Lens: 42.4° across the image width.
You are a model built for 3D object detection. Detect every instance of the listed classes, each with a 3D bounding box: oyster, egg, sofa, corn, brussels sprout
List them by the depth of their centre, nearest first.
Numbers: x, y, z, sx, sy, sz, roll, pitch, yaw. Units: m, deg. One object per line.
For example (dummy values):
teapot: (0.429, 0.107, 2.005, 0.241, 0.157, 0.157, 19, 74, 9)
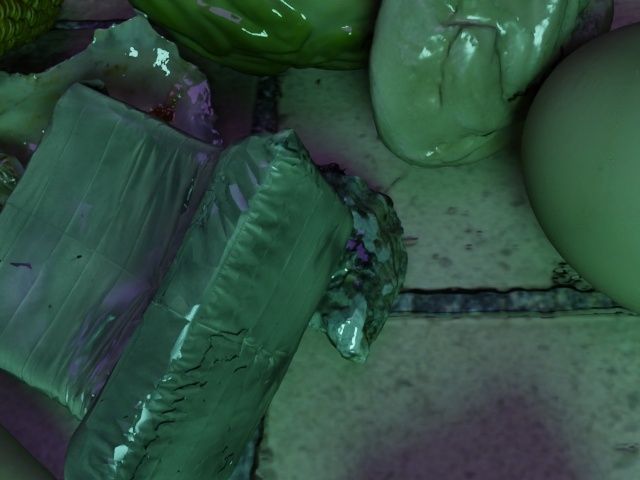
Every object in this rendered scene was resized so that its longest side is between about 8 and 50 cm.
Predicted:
sofa: (-0.120, 0.015, 0.476, 0.225, 0.176, 0.210, 28, 87, 19)
egg: (0.240, -0.035, 0.504, 0.242, 0.186, 0.186, 31, 63, 22)
oyster: (0.000, 0.000, 0.582, 0.125, 0.064, 0.177, -41, 62, -15)
oyster: (-0.195, -0.078, 0.637, 0.233, 0.107, 0.161, -7, 65, -16)
corn: (-0.275, -0.192, 0.654, 0.106, 0.106, 0.293, -10, 20, -2)
brussels sprout: (-0.032, -0.281, 0.676, 0.328, 0.247, 0.328, -5, 51, 6)

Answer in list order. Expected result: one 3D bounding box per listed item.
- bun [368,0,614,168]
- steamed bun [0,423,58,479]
bun: (0.136, -0.153, 0.583, 0.116, 0.237, 0.210, 37, 26, 29)
steamed bun: (-0.263, 0.183, 0.420, 0.200, 0.154, 0.250, 37, 68, 27)
